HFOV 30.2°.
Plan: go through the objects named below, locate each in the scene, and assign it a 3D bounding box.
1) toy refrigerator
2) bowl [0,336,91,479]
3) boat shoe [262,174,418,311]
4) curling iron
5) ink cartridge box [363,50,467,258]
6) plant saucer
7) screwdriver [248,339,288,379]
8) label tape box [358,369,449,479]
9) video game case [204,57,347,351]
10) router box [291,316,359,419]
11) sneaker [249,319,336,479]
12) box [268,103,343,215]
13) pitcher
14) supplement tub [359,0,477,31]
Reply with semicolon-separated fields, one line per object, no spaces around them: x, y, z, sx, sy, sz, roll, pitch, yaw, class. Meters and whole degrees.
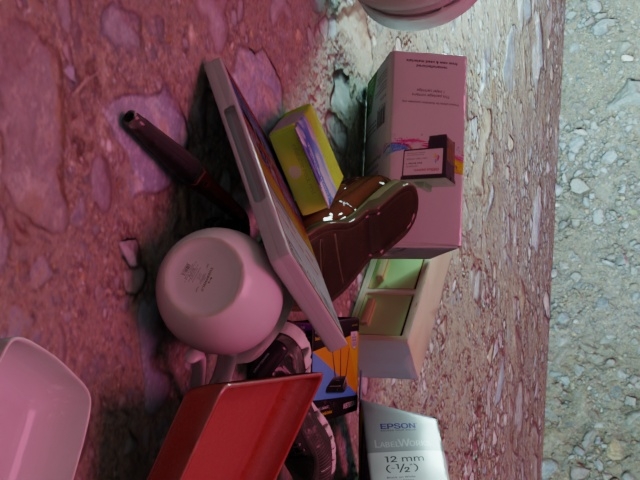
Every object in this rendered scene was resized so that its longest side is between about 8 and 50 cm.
0.124;0.083;1.838;0.269;0.102;0.094;-68;151;-43;toy refrigerator
-0.245;0.156;0.925;0.142;0.053;0.142;58;37;-56;bowl
0.000;0.000;1.511;0.307;0.104;0.110;-28;127;-47;boat shoe
-0.133;-0.056;1.243;0.274;0.035;0.068;57;38;-56;curling iron
0.134;-0.116;1.737;0.201;0.117;0.278;141;-48;-81;ink cartridge box
-0.111;0.242;1.183;0.258;0.048;0.259;-65;159;6;plant saucer
-0.095;0.175;1.273;0.170;0.025;0.024;-47;174;-3;screwdriver
0.114;0.376;1.619;0.347;0.115;0.249;-92;-179;-58;label tape box
-0.049;-0.039;1.296;0.204;0.025;0.285;60;8;-54;video game case
0.003;0.172;1.594;0.179;0.046;0.133;3;88;-69;router box
-0.043;0.220;1.440;0.106;0.078;0.234;-47;130;-57;sneaker
-0.016;-0.100;1.449;0.178;0.042;0.109;-68;135;-73;box
-0.105;0.085;1.227;0.207;0.125;0.177;60;50;-72;pitcher
0.099;-0.455;1.571;0.325;0.235;0.235;58;38;-55;supplement tub
